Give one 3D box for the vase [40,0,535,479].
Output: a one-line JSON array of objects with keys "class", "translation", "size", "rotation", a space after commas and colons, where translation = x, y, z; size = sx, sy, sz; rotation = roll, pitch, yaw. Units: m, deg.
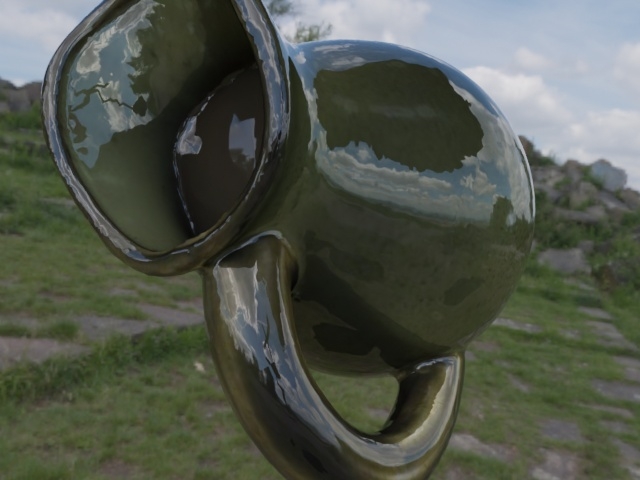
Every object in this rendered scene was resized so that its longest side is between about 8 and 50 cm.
[{"class": "vase", "translation": [0.000, 0.000, 0.427], "size": [0.241, 0.329, 0.302], "rotation": [-30, -34, 30]}]
